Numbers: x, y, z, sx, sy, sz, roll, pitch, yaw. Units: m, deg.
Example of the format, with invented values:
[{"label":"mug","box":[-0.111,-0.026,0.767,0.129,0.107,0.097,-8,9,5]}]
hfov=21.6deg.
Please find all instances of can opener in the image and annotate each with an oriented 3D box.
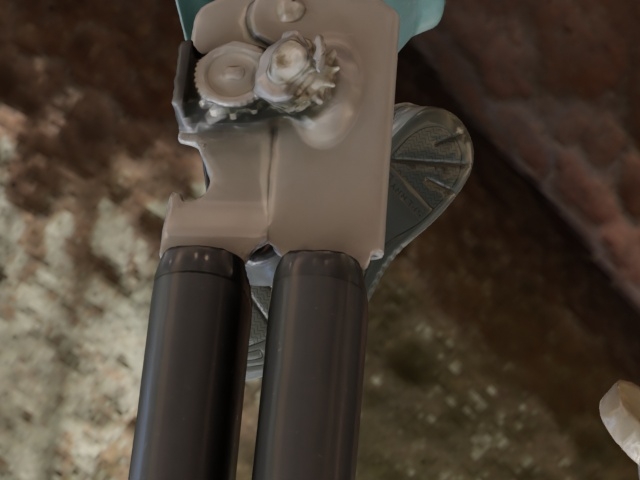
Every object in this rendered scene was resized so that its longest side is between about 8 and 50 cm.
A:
[{"label":"can opener","box":[-0.016,0.035,0.544,0.074,0.093,0.280,1,-120,8]}]

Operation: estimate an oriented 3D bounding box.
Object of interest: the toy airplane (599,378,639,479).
[{"label":"toy airplane","box":[0.400,0.242,1.200,0.384,0.272,0.386,-10,-114,-41]}]

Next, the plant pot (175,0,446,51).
[{"label":"plant pot","box":[-0.015,-0.237,1.363,0.196,0.293,0.293,-13,-122,-9]}]

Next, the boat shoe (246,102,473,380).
[{"label":"boat shoe","box":[-0.001,-0.003,1.517,0.118,0.320,0.103,47,172,-27]}]
